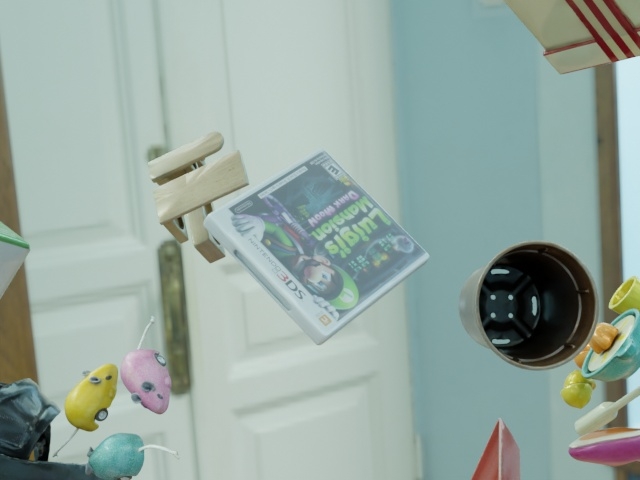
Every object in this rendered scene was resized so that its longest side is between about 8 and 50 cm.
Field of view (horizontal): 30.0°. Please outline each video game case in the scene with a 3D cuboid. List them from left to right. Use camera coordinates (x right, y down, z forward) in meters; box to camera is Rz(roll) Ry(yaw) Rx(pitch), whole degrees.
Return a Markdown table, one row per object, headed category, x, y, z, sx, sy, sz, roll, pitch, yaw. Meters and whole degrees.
| category | x | y | z | sx | sy | sz | roll | pitch | yaw |
| --- | --- | --- | --- | --- | --- | --- | --- | --- | --- |
| video game case | 0.000 | 0.000 | 1.243 | 0.190 | 0.173 | 0.022 | -34 | -14 | -43 |

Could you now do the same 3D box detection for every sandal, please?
| category | x | y | z | sx | sy | sz | roll | pitch | yaw |
| --- | --- | --- | --- | --- | --- | --- | --- | --- | --- |
| sandal | -0.309 | 0.159 | 1.021 | 0.167 | 0.107 | 0.446 | -1 | -16 | 22 |

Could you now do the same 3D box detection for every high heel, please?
| category | x | y | z | sx | sy | sz | roll | pitch | yaw |
| --- | --- | --- | --- | --- | --- | --- | --- | --- | --- |
| high heel | 0.423 | 0.295 | 1.524 | 0.244 | 0.117 | 0.082 | -1 | -4 | -28 |

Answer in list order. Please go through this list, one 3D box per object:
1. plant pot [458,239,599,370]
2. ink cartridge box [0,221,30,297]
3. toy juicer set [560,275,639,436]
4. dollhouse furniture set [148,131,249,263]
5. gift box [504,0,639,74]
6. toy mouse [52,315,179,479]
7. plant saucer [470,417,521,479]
| category | x | y | z | sx | sy | sz | roll | pitch | yaw |
| --- | --- | --- | --- | --- | --- | --- | --- | --- | --- |
| plant pot | 0.266 | 0.089 | 1.606 | 0.167 | 0.167 | 0.165 | -6 | -4 | -8 |
| ink cartridge box | -0.512 | -0.033 | 1.394 | 0.278 | 0.117 | 0.201 | 33 | 3 | 26 |
| toy juicer set | 0.441 | 0.193 | 1.894 | 0.089 | 0.209 | 0.329 | 37 | 27 | -3 |
| dollhouse furniture set | -0.132 | -0.063 | 1.569 | 0.123 | 0.144 | 0.151 | -25 | -38 | 10 |
| gift box | 0.381 | -0.385 | 1.488 | 0.255 | 0.276 | 0.258 | -2 | -35 | 47 |
| toy mouse | -0.166 | 0.146 | 1.003 | 0.031 | 0.161 | 0.143 | 26 | 5 | -45 |
| plant saucer | 0.238 | 0.433 | 1.760 | 0.048 | 0.258 | 0.259 | 19 | 24 | -1 |
